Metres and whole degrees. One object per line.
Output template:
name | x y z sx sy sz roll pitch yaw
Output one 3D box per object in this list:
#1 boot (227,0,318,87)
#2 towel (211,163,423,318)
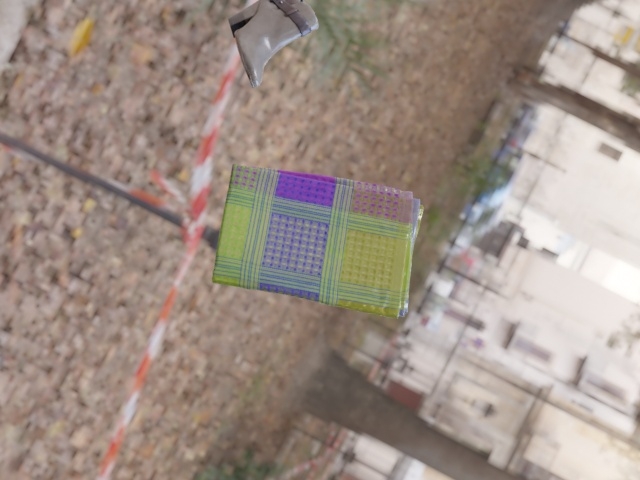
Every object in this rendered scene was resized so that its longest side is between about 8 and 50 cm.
boot | -0.044 -0.209 1.342 0.042 0.087 0.118 77 -4 -53
towel | 0.000 0.000 0.546 0.009 0.083 0.060 105 -5 -61
